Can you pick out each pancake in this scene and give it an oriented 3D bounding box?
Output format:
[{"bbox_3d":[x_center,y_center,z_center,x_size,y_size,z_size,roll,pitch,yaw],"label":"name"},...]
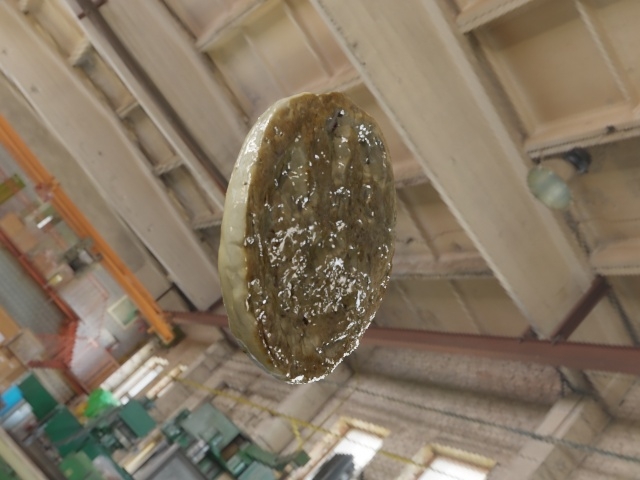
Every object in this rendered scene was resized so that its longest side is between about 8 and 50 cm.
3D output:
[{"bbox_3d":[0.001,0.000,0.414,0.025,0.152,0.152,2,-46,34],"label":"pancake"}]
